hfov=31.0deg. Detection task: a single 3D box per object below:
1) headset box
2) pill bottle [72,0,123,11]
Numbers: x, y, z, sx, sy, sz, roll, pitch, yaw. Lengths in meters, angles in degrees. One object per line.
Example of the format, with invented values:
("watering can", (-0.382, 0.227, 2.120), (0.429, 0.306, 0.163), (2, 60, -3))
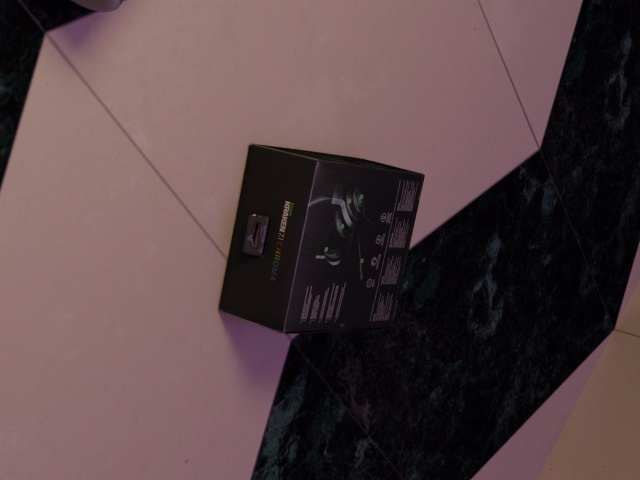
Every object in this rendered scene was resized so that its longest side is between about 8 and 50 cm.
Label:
("headset box", (0.000, 0.000, 1.665), (0.283, 0.131, 0.247), (1, 102, -52))
("pill bottle", (-0.208, -0.381, 1.266), (0.246, 0.130, 0.130), (-57, 140, -20))
